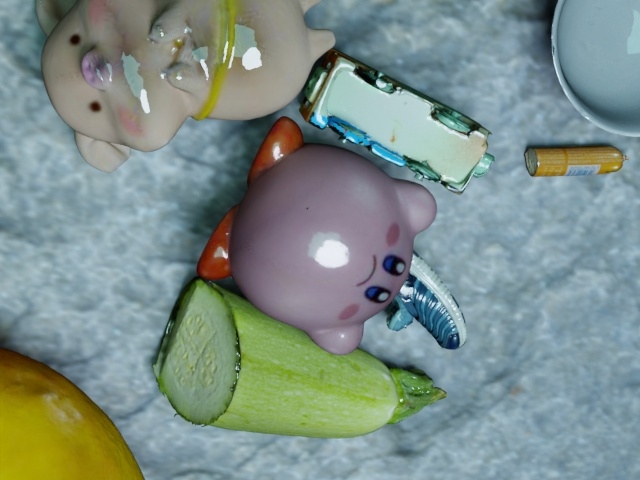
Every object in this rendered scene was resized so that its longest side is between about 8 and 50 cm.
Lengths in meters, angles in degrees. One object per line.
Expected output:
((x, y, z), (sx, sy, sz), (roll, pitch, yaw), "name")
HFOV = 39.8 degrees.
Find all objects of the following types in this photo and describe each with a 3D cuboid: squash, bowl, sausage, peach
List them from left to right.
((-0.282, 0.244, 0.756), (0.288, 0.289, 0.308), (-8, 67, -9), "peach")
((-0.012, 0.146, 0.852), (0.287, 0.137, 0.137), (24, 98, -18), "squash")
((0.262, -0.080, 0.893), (0.107, 0.031, 0.031), (-2, 104, -12), "sausage")
((0.288, -0.198, 0.840), (0.189, 0.086, 0.189), (-3, 104, -12), "bowl")

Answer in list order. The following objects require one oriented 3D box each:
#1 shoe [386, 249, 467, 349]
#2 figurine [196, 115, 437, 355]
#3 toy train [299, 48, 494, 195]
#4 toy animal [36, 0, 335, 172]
((0.091, 0.060, 0.879), (0.071, 0.064, 0.143), (-42, 105, 1), "shoe")
((0.000, 0.000, 0.790), (0.173, 0.173, 0.173), (-3, 104, -10), "figurine")
((0.070, -0.108, 0.815), (0.188, 0.099, 0.072), (24, 101, -16), "toy train")
((-0.111, -0.164, 0.746), (0.248, 0.149, 0.165), (-13, 89, 0), "toy animal")
